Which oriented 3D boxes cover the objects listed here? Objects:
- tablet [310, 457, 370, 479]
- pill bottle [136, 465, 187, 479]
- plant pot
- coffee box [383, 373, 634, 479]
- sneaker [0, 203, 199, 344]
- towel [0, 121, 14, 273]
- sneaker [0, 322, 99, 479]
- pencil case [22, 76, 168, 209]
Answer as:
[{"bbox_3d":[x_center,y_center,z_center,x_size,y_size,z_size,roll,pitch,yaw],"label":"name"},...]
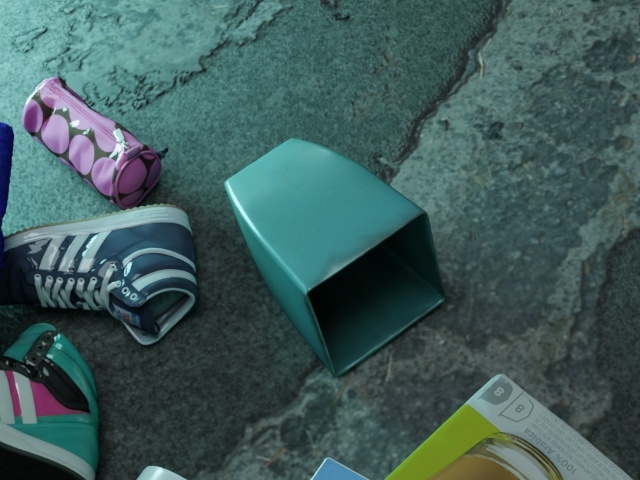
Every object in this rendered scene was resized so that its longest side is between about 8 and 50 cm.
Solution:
[{"bbox_3d":[0.027,0.277,1.564,0.083,0.006,0.054,26,64,22],"label":"tablet"},{"bbox_3d":[-0.206,0.371,1.449,0.152,0.152,0.272,24,63,22],"label":"pill bottle"},{"bbox_3d":[0.000,0.000,1.666,0.166,0.165,0.234,-35,51,-14],"label":"plant pot"},{"bbox_3d":[0.172,0.399,1.259,0.334,0.338,0.338,-40,59,-17],"label":"coffee box"},{"bbox_3d":[-0.280,0.058,1.701,0.282,0.099,0.153,-15,54,-5],"label":"sneaker"},{"bbox_3d":[-0.451,0.014,1.699,0.228,0.076,0.308,-31,40,20],"label":"towel"},{"bbox_3d":[-0.361,0.155,1.578,0.124,0.296,0.178,-37,30,34],"label":"sneaker"},{"bbox_3d":[-0.295,-0.132,1.830,0.209,0.098,0.095,34,67,27],"label":"pencil case"}]
